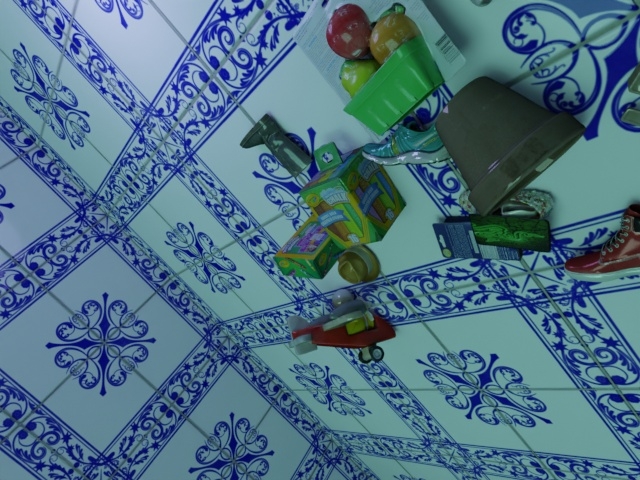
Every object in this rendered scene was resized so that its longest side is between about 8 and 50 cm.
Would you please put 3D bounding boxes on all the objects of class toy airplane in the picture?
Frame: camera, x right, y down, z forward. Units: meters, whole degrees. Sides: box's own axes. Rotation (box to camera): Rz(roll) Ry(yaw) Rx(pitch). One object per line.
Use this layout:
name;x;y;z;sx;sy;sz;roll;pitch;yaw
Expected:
toy airplane;0.056;0.319;1.813;0.386;0.272;0.384;-7;158;29

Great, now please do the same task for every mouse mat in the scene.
mouse mat;0.482;-0.019;1.196;0.190;0.007;0.152;9;153;33

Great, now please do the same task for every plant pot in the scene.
plant pot;0.371;-0.216;0.999;0.229;0.263;0.263;50;146;13

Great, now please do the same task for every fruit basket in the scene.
fruit basket;0.119;-0.441;1.068;0.353;0.165;0.327;56;143;3

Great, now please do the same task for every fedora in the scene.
fedora;0.118;0.094;1.675;0.194;0.079;0.194;23;141;21

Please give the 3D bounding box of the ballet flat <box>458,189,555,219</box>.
ballet flat;0.455;-0.088;1.184;0.241;0.077;0.091;3;132;40

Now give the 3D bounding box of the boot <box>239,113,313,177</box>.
boot;-0.144;-0.286;1.512;0.208;0.076;0.190;42;147;-16

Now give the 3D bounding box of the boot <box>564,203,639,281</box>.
boot;0.677;0.001;1.083;0.244;0.088;0.176;-14;118;41

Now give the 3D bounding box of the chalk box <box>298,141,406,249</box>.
chalk box;0.078;-0.145;1.365;0.180;0.179;0.289;-15;118;48

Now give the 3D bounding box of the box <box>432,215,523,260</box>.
box;0.437;-0.007;1.320;0.225;0.036;0.136;0;129;39

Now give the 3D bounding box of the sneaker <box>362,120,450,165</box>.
sneaker;0.222;-0.251;1.206;0.275;0.107;0.109;6;107;48

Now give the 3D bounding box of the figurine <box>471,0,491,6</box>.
figurine;0.265;-0.563;0.840;0.209;0.092;0.215;42;146;9

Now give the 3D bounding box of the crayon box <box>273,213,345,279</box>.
crayon box;0.000;0.000;1.505;0.165;0.278;0.081;3;130;40

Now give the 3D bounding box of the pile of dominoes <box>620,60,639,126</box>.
pile of dominoes;0.694;-0.271;0.829;0.251;0.040;0.196;20;141;11
